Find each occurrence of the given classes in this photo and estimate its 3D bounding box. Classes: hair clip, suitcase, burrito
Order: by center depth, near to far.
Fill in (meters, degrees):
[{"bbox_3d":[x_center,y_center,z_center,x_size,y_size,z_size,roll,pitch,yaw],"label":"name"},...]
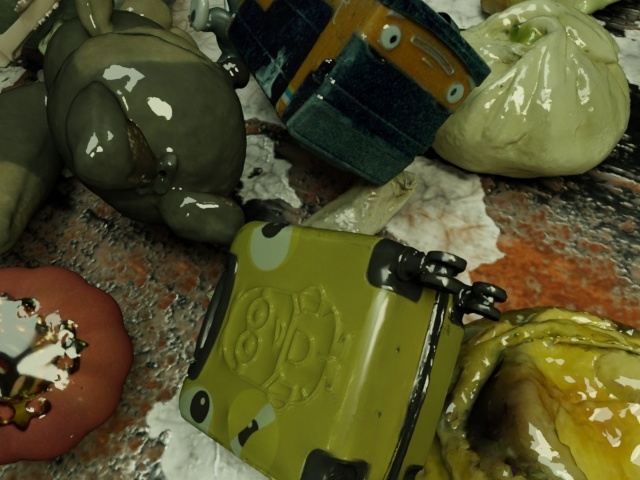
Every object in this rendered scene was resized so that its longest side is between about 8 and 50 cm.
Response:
[{"bbox_3d":[0.010,0.093,0.427,0.234,0.143,0.194,9,76,45],"label":"suitcase"},{"bbox_3d":[0.000,0.000,0.584,0.082,0.059,0.275,40,69,21],"label":"burrito"},{"bbox_3d":[-0.352,-0.278,0.647,0.226,0.034,0.072,-34,27,23],"label":"hair clip"}]

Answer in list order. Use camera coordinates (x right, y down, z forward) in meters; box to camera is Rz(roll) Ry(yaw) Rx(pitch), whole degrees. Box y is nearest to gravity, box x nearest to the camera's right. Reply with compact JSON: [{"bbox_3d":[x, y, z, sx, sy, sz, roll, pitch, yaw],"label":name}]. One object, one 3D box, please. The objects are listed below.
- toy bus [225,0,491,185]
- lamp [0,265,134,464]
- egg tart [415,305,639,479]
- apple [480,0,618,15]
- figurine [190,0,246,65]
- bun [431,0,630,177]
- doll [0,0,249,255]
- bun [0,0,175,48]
[{"bbox_3d":[0.020,-0.226,0.604,0.194,0.161,0.323,-50,40,20],"label":"toy bus"},{"bbox_3d":[-0.267,0.109,0.479,0.182,0.140,0.182,4,74,-16],"label":"lamp"},{"bbox_3d":[0.195,0.166,0.391,0.297,0.132,0.297,-6,53,7],"label":"egg tart"},{"bbox_3d":[0.355,-0.415,0.790,0.264,0.120,0.193,-27,46,-14],"label":"apple"},{"bbox_3d":[-0.100,-0.355,0.772,0.140,0.193,0.265,6,69,10],"label":"figurine"},{"bbox_3d":[0.242,-0.185,0.619,0.259,0.160,0.259,-2,57,2],"label":"bun"},{"bbox_3d":[-0.248,-0.095,0.609,0.378,0.252,0.382,-43,44,15],"label":"doll"},{"bbox_3d":[-0.371,-0.401,0.787,0.361,0.211,0.362,-5,30,3],"label":"bun"}]
